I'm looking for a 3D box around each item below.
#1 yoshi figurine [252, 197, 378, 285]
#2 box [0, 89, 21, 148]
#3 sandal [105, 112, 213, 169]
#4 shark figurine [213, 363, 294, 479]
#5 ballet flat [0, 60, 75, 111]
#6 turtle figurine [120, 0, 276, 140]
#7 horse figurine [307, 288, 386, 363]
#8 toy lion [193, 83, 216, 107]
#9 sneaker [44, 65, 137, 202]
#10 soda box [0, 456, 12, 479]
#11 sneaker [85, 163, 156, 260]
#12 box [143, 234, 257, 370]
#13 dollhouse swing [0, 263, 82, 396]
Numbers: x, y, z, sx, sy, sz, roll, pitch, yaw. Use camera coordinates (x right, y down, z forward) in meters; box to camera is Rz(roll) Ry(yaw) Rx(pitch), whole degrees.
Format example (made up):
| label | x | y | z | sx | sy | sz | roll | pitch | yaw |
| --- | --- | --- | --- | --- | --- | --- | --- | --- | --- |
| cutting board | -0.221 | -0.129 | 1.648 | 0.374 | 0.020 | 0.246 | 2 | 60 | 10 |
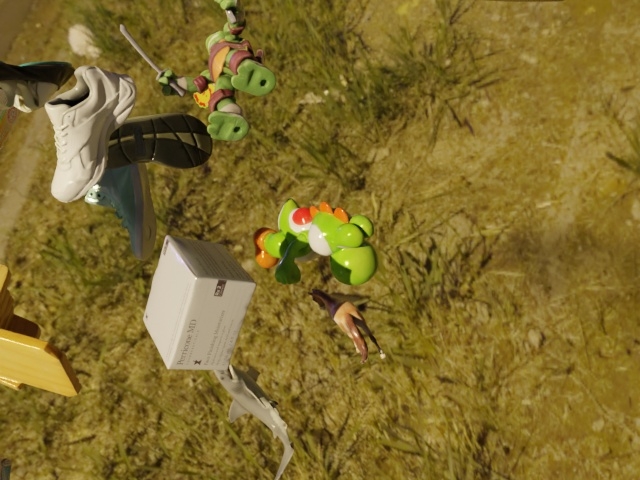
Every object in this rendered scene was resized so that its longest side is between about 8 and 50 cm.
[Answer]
| label | x | y | z | sx | sy | sz | roll | pitch | yaw |
| --- | --- | --- | --- | --- | --- | --- | --- | --- | --- |
| yoshi figurine | 0.002 | 0.028 | 1.373 | 0.362 | 0.203 | 0.204 | -3 | 64 | 55 |
| box | -0.690 | -0.228 | 1.152 | 0.103 | 0.114 | 0.203 | 13 | 60 | -3 |
| sandal | -0.375 | -0.216 | 1.253 | 0.302 | 0.120 | 0.086 | -6 | 20 | -30 |
| shark figurine | -0.153 | 0.402 | 1.346 | 0.116 | 0.166 | 0.278 | -41 | 80 | 6 |
| ballet flat | -0.577 | -0.291 | 1.100 | 0.095 | 0.096 | 0.280 | -7 | 6 | 29 |
| turtle figurine | -0.195 | -0.304 | 0.963 | 0.197 | 0.275 | 0.266 | -31 | 49 | 1 |
| horse figurine | 0.063 | 0.191 | 1.342 | 0.066 | 0.175 | 0.263 | -34 | 11 | -6 |
| toy lion | -0.295 | -0.392 | 1.569 | 0.100 | 0.096 | 0.034 | 42 | 32 | 15 |
| sneaker | -0.391 | -0.174 | 0.931 | 0.090 | 0.115 | 0.232 | 31 | 99 | 37 |
| soda box | -0.815 | 0.632 | 1.444 | 0.058 | 0.063 | 0.183 | -14 | 58 | 10 |
| sneaker | -0.500 | -0.070 | 1.466 | 0.150 | 0.094 | 0.256 | -7 | 89 | 5 |
| box | -0.224 | 0.111 | 1.063 | 0.182 | 0.119 | 0.181 | 40 | 115 | 51 |
| dollhouse swing | -0.840 | 0.253 | 1.707 | 0.304 | 0.347 | 0.315 | 2 | 51 | -4 |
